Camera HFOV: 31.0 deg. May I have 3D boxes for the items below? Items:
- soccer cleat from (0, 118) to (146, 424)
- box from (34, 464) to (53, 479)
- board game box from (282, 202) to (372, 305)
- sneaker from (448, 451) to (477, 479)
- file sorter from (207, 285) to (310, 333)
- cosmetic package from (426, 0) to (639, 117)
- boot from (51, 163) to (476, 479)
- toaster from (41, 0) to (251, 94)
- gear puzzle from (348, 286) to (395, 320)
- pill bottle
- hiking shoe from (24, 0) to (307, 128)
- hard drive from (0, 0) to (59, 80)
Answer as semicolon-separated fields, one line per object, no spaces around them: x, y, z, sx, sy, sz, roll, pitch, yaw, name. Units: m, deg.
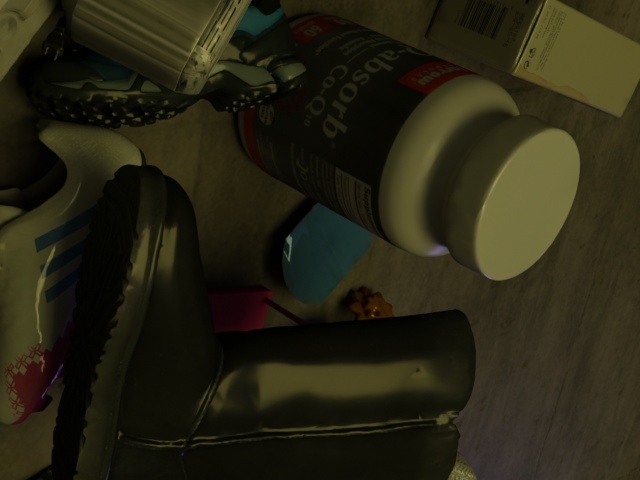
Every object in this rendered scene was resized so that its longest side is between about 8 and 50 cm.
-0.297;0.028;1.180;0.143;0.116;0.331;22;100;-30;soccer cleat
-0.334;0.317;1.361;0.083;0.018;0.067;-43;142;-46;box
0.000;0.000;1.530;0.169;0.033;0.133;-49;136;-20;board game box
0.053;0.266;1.677;0.366;0.210;0.137;31;102;-16;sneaker
-0.123;0.228;1.421;0.202;0.182;0.291;-1;114;-48;file sorter
0.306;-0.271;1.586;0.309;0.160;0.113;10;107;-49;cosmetic package
-0.026;0.105;1.192;0.445;0.146;0.367;5;120;-25;boot
-0.141;-0.238;1.073;0.227;0.146;0.129;-63;-173;-15;toaster
0.079;0.195;1.554;0.175;0.339;0.044;32;130;-23;gear puzzle
0.094;-0.108;1.292;0.210;0.363;0.210;-27;131;-35;pill bottle
-0.163;-0.194;1.189;0.304;0.113;0.132;-10;86;-32;hiking shoe
-0.337;-0.235;0.913;0.237;0.064;0.339;-54;158;-5;hard drive
